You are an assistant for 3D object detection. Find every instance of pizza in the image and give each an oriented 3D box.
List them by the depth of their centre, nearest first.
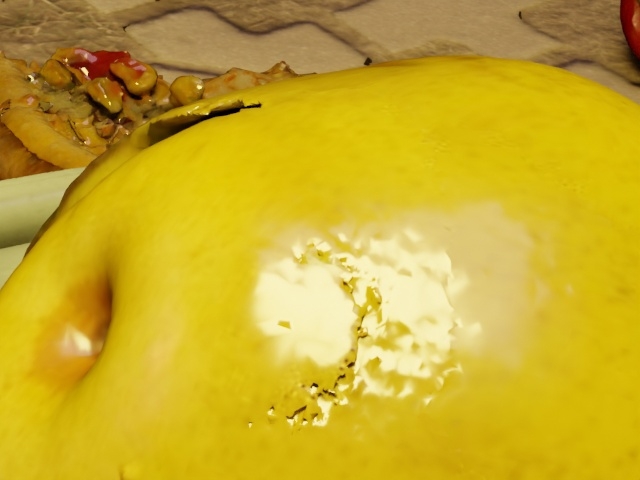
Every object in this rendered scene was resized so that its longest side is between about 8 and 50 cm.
[{"bbox_3d":[-0.094,-0.057,1.156,0.288,0.074,0.251,-1,32,-13],"label":"pizza"}]

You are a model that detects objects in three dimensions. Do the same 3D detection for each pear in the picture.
[{"bbox_3d":[0.042,0.098,0.552,0.285,0.336,0.285,-25,31,16],"label":"pear"}]

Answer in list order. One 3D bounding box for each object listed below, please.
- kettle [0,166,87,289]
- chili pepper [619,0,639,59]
[{"bbox_3d":[-0.078,0.063,0.760,0.318,0.205,0.265,-13,74,-28],"label":"kettle"},{"bbox_3d":[0.316,-0.200,1.458,0.134,0.131,0.338,39,29,5],"label":"chili pepper"}]
